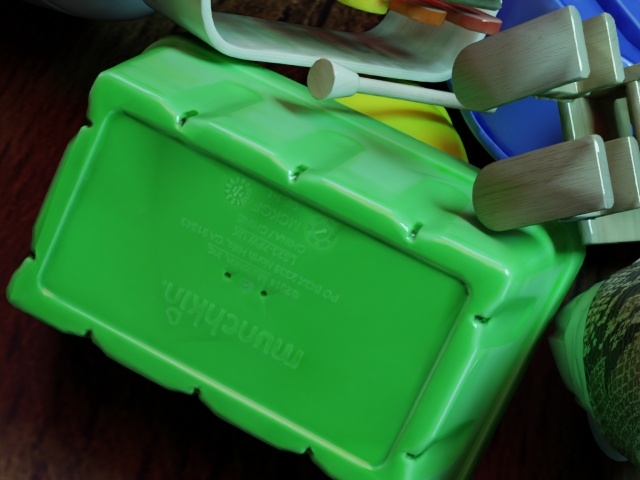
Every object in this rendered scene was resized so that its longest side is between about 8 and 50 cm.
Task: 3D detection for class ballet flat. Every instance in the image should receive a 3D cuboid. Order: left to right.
[{"bbox_3d":[0.281,0.059,0.775,0.182,0.164,0.483,-4,12,42],"label":"ballet flat"}]

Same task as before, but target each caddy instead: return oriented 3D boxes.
[{"bbox_3d":[0.234,-0.141,0.968,0.241,0.179,0.341,14,36,-26],"label":"caddy"}]

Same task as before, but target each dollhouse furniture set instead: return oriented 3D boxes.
[{"bbox_3d":[0.162,-0.113,0.721,0.212,0.161,0.242,-3,82,-44],"label":"dollhouse furniture set"}]

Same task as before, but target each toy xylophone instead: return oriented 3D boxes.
[{"bbox_3d":[0.015,-0.178,0.821,0.323,0.081,0.236,-6,30,-46],"label":"toy xylophone"}]

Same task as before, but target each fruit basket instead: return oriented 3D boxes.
[{"bbox_3d":[0.000,0.000,0.811,0.392,0.283,0.392,25,9,-4],"label":"fruit basket"}]

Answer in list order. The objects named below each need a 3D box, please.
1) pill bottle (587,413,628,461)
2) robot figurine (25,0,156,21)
[{"bbox_3d":[0.277,0.132,0.835,0.116,0.065,0.065,-8,54,-18],"label":"pill bottle"},{"bbox_3d":[-0.214,-0.304,0.944,0.300,0.199,0.353,-24,26,-23],"label":"robot figurine"}]
